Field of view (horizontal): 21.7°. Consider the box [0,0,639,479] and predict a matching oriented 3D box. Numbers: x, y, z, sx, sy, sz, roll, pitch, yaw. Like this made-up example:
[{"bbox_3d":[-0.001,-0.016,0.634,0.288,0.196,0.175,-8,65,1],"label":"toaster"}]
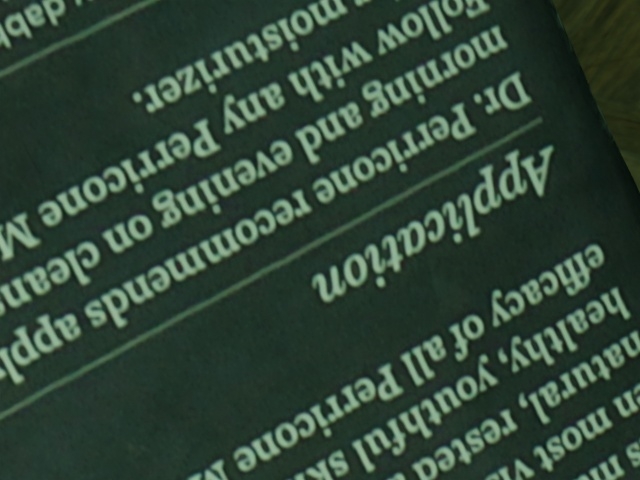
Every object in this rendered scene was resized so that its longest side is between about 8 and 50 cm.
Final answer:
[{"bbox_3d":[-0.073,0.097,0.654,0.297,0.472,0.480,-27,10,-15],"label":"box"}]
